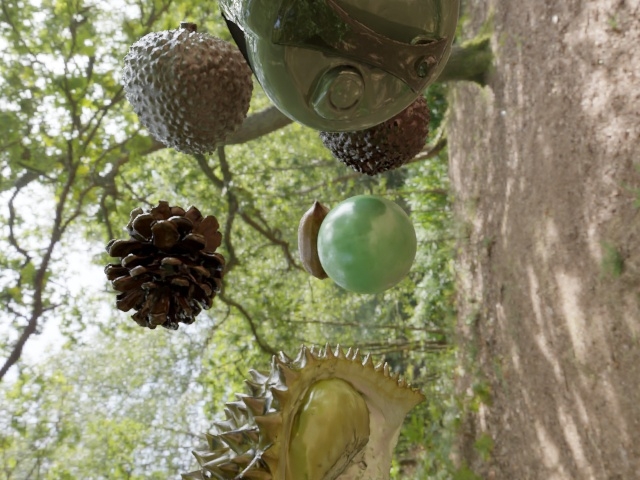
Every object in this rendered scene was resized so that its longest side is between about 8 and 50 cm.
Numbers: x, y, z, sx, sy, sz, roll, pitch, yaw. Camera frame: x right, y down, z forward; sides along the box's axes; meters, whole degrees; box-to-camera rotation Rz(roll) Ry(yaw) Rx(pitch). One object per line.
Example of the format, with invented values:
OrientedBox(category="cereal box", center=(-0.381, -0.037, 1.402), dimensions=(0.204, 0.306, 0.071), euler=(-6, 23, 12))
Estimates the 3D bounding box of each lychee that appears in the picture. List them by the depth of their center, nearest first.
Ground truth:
OrientedBox(category="lychee", center=(0.118, -0.279, 1.206), dimensions=(0.271, 0.272, 0.271), euler=(-5, -90, -84))
OrientedBox(category="lychee", center=(-0.291, -0.331, 1.230), dimensions=(0.300, 0.300, 0.300), euler=(-5, -90, -84))

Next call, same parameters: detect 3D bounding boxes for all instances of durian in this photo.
OrientedBox(category="durian", center=(-0.025, 0.201, 0.439), dimensions=(0.172, 0.166, 0.306), euler=(-54, 4, 27))

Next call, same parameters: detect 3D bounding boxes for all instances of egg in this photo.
OrientedBox(category="egg", center=(0.105, 0.007, 1.250), dimensions=(0.270, 0.221, 0.220), euler=(-31, -64, -76))

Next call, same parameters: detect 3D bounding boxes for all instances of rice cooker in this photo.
OrientedBox(category="rice cooker", center=(0.018, -0.352, 0.835), dimensions=(0.335, 0.335, 0.325), euler=(79, 169, -46))

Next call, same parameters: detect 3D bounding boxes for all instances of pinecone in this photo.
OrientedBox(category="pinecone", center=(-0.232, 0.039, 0.838), dimensions=(0.150, 0.179, 0.195), euler=(94, 174, -64))

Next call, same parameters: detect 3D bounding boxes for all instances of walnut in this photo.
OrientedBox(category="walnut", center=(0.000, 0.000, 1.432), dimensions=(0.116, 0.116, 0.207), euler=(-67, -29, -78))
